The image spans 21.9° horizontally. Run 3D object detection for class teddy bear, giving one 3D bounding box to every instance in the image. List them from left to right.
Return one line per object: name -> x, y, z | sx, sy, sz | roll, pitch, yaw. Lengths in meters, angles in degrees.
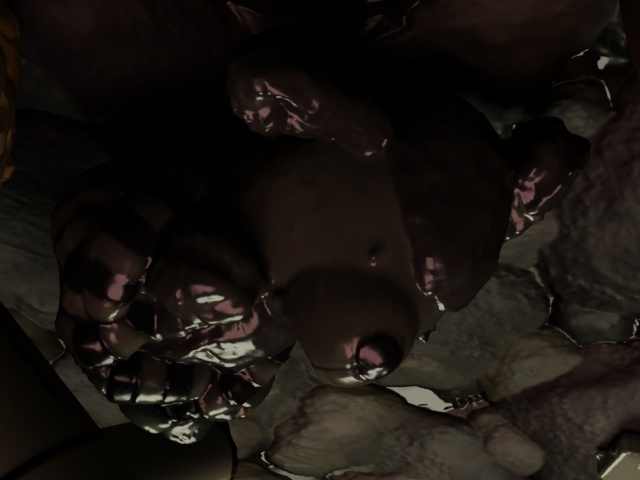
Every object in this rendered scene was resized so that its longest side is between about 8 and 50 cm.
teddy bear -> -0.018, -0.002, 0.745 | 0.251, 0.144, 0.171 | -25, 132, 32

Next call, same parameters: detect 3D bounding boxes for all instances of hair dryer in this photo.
hair dryer -> -0.114, 0.130, 0.853 | 0.128, 0.203, 0.362 | -42, 168, 11

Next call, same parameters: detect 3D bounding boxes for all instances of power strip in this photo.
power strip -> 0.212, 0.139, 1.001 | 0.090, 0.016, 0.040 | 14, 141, -12

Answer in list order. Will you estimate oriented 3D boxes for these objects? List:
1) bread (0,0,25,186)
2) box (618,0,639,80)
bread -> -0.214, -0.044, 0.743 | 0.140, 0.106, 0.236 | 18, 140, -21
box -> 0.230, -0.107, 0.445 | 0.301, 0.301, 0.216 | 19, 144, -17
